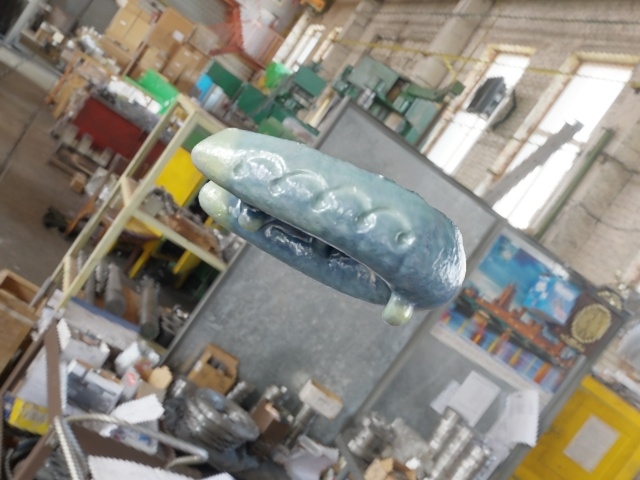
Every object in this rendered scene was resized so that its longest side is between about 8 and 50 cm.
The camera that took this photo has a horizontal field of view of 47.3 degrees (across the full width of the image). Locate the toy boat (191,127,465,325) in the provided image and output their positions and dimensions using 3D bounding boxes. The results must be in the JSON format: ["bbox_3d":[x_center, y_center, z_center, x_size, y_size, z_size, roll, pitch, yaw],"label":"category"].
[{"bbox_3d":[0.000,0.000,0.826,0.329,0.123,0.215,24,-21,0],"label":"toy boat"}]
